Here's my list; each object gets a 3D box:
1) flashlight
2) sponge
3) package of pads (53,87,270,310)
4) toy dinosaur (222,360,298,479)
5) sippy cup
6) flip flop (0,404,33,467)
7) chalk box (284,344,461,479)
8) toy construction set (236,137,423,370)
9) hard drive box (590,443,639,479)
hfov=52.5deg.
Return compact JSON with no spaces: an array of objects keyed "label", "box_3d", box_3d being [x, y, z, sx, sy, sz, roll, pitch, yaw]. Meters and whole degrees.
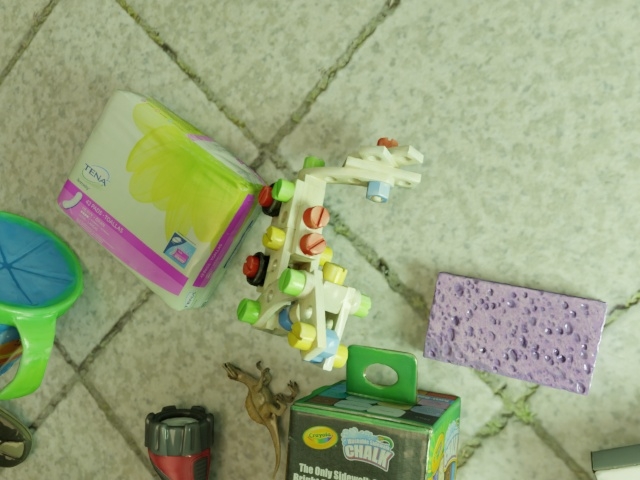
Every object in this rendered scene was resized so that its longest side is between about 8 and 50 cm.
[{"label":"flashlight","box_3d":[-0.215,0.408,0.973,0.103,0.103,0.303,3,94,-8]},{"label":"sponge","box_3d":[0.244,0.115,0.830,0.210,0.031,0.117,10,93,21]},{"label":"package of pads","box_3d":[-0.243,-0.071,0.989,0.297,0.101,0.229,36,102,18]},{"label":"toy dinosaur","box_3d":[-0.075,0.245,0.952,0.092,0.053,0.183,-44,66,31]},{"label":"sippy cup","box_3d":[-0.543,0.105,1.052,0.240,0.305,0.224,28,116,-24]},{"label":"flip flop","box_3d":[-0.612,0.286,1.146,0.277,0.080,0.112,38,98,3]},{"label":"chalk box","box_3d":[0.071,0.277,0.818,0.180,0.179,0.288,5,90,23]},{"label":"toy construction set","box_3d":[0.000,0.000,0.835,0.215,0.151,0.327,-14,46,58]},{"label":"hard drive box","box_3d":[0.443,0.312,0.714,0.232,0.089,0.181,-16,83,20]}]
